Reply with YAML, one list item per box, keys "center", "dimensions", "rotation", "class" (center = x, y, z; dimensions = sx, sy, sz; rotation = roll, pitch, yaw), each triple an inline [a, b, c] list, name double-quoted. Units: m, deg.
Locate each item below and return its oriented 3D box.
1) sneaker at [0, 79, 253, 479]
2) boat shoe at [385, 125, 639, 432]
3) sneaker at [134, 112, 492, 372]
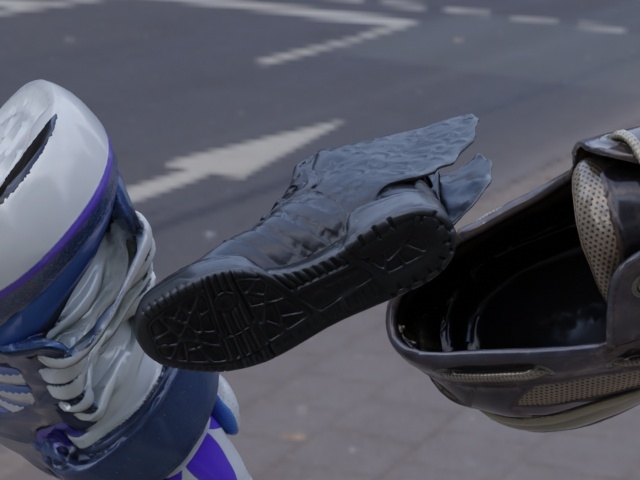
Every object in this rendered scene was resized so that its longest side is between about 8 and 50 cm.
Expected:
- center: [-0.102, 0.053, 0.796]
  dimensions: [0.236, 0.130, 0.323]
  rotation: [38, -23, -15]
  class: "sneaker"
- center: [0.176, 0.007, 0.766]
  dimensions: [0.130, 0.132, 0.355]
  rotation: [11, -34, -43]
  class: "boat shoe"
- center: [-0.001, -0.002, 0.693]
  dimensions: [0.170, 0.051, 0.089]
  rotation: [-21, 29, 3]
  class: "sneaker"
